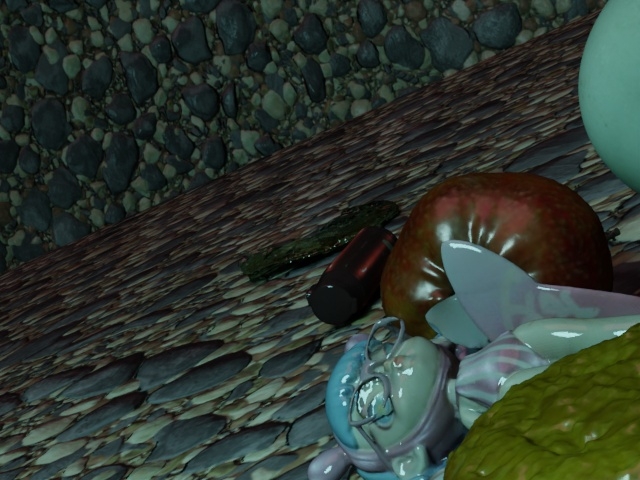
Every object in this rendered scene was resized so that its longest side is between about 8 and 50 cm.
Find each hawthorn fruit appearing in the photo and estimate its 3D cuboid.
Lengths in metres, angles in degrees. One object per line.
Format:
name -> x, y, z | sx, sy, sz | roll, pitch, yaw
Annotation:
hawthorn fruit -> 0.138, 0.022, 0.915 | 0.163, 0.162, 0.203 | -22, -6, 24

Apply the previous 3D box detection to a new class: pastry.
pastry -> 0.149, 0.105, 0.543 | 0.189, 0.103, 0.189 | -25, 10, 5

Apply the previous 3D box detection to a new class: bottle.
bottle -> 0.034, 0.036, 1.311 | 0.060, 0.060, 0.164 | -21, 11, 25

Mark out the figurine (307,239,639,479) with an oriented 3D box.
figurine -> 0.108, 0.106, 0.731 | 0.260, 0.103, 0.205 | -16, 50, 37

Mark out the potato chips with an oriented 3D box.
potato chips -> -0.002, -0.004, 1.693 | 0.220, 0.029, 0.202 | -26, 13, -12

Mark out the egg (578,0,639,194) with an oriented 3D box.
egg -> 0.364, -0.145, 0.922 | 0.371, 0.230, 0.230 | -21, 10, -6
